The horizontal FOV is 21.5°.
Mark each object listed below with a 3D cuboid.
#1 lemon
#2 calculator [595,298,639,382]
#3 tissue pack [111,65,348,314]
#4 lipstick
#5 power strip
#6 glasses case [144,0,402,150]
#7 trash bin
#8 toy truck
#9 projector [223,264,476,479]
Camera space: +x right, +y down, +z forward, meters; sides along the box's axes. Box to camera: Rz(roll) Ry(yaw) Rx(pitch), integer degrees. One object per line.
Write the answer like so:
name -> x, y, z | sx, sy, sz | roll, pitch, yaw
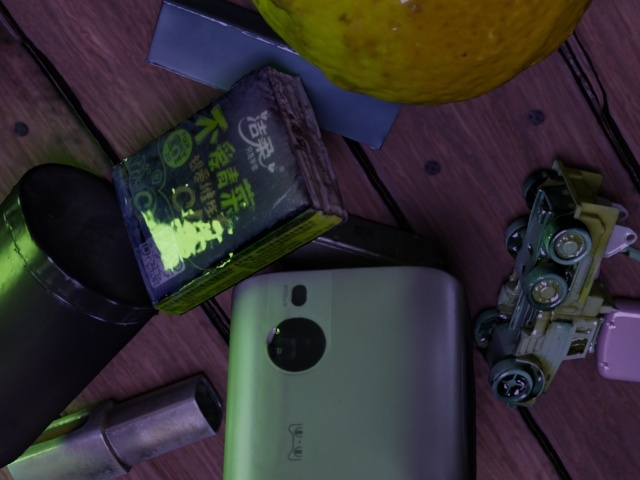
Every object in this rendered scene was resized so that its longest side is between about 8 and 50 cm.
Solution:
lemon -> 0.098, -0.304, 1.490 | 0.350, 0.350, 0.387 | 39, 125, -13
calculator -> 0.382, 0.115, 1.857 | 0.175, 0.032, 0.100 | 6, 118, 4
tissue pack -> -0.099, -0.048, 1.725 | 0.235, 0.073, 0.173 | -31, 69, 29
lipstick -> -0.239, 0.232, 1.976 | 0.253, 0.079, 0.077 | -20, 114, 18
power strip -> 0.000, 0.000, 1.820 | 0.272, 0.078, 0.052 | 16, 117, -1
glasses case -> -0.042, -0.186, 1.749 | 0.266, 0.056, 0.105 | 21, 143, -4
trash bin -> -0.322, 0.089, 1.843 | 0.252, 0.203, 0.301 | 10, 132, -49
toy truck -> 0.259, 0.058, 1.796 | 0.135, 0.128, 0.259 | 12, 120, -15
projector -> 0.035, 0.188, 1.769 | 0.248, 0.249, 0.248 | -3, 154, 9
